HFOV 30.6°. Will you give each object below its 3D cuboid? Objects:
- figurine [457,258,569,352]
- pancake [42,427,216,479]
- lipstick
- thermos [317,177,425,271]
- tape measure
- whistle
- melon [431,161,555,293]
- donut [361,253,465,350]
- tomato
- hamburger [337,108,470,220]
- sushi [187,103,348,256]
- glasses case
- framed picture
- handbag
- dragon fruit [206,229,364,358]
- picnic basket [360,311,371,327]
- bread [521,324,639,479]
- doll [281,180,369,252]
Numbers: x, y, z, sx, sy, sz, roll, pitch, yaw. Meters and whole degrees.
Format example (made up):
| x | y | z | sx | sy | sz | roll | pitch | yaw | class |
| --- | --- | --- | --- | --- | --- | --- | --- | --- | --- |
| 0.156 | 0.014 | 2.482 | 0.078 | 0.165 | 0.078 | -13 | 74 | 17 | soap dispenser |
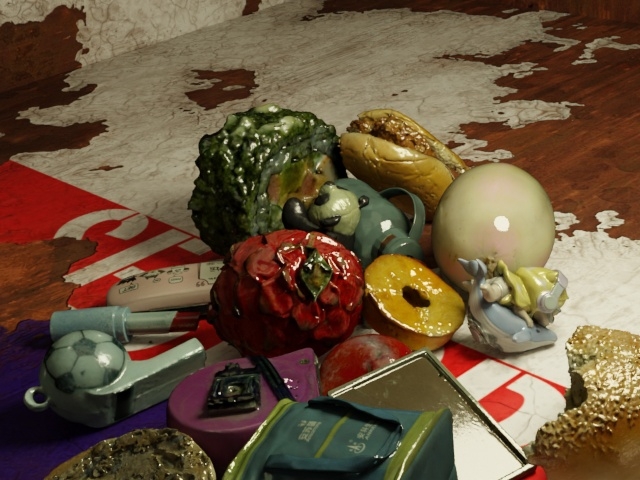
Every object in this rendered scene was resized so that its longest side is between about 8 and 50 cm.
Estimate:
| x | y | z | sx | sy | sz | roll | pitch | yaw | class |
| --- | --- | --- | --- | --- | --- | --- | --- | --- | --- |
| 0.319 | 0.098 | 1.938 | 0.184 | 0.208 | 0.128 | -44 | 10 | -10 | figurine |
| -0.273 | 0.365 | 1.570 | 0.283 | 0.049 | 0.282 | -9 | 44 | 9 | pancake |
| -0.346 | 0.151 | 2.096 | 0.274 | 0.068 | 0.061 | -3 | 19 | 10 | lipstick |
| 0.111 | -0.025 | 2.253 | 0.145 | 0.182 | 0.286 | 25 | 7 | -33 | thermos |
| -0.109 | 0.256 | 1.723 | 0.232 | 0.149 | 0.245 | -7 | 24 | -2 | tape measure |
| -0.345 | 0.207 | 1.884 | 0.290 | 0.163 | 0.163 | -23 | 30 | -33 | whistle |
| 0.316 | -0.021 | 2.130 | 0.223 | 0.223 | 0.317 | 0 | 23 | 14 | melon |
| 0.151 | 0.114 | 2.002 | 0.190 | 0.074 | 0.174 | 30 | 37 | 7 | donut |
| 0.073 | 0.206 | 1.847 | 0.173 | 0.099 | 0.189 | 10 | 31 | 27 | tomato |
| 0.182 | -0.160 | 2.402 | 0.282 | 0.245 | 0.155 | 18 | 68 | 15 | hamburger |
| -0.103 | -0.123 | 2.364 | 0.178 | 0.294 | 0.352 | 15 | 29 | 32 | sushi |
| -0.245 | 0.093 | 2.187 | 0.315 | 0.075 | 0.122 | -7 | 28 | -1 | glasses case |
| 0.156 | 0.274 | 1.687 | 0.192 | 0.018 | 0.265 | -20 | 47 | -27 | framed picture |
| 0.034 | 0.323 | 1.471 | 0.241 | 0.222 | 0.263 | 0 | 27 | 24 | handbag |
| -0.065 | 0.091 | 1.967 | 0.299 | 0.244 | 0.244 | -15 | 18 | 30 | dragon fruit |
| 0.091 | 0.115 | 2.083 | 0.083 | 0.065 | 0.083 | -3 | 41 | 5 | picnic basket |
| 0.421 | 0.234 | 1.628 | 0.192 | 0.171 | 0.314 | 5 | 28 | 30 | bread |
| 0.000 | 0.002 | 2.160 | 0.135 | 0.234 | 0.144 | 30 | 17 | 38 | doll |
